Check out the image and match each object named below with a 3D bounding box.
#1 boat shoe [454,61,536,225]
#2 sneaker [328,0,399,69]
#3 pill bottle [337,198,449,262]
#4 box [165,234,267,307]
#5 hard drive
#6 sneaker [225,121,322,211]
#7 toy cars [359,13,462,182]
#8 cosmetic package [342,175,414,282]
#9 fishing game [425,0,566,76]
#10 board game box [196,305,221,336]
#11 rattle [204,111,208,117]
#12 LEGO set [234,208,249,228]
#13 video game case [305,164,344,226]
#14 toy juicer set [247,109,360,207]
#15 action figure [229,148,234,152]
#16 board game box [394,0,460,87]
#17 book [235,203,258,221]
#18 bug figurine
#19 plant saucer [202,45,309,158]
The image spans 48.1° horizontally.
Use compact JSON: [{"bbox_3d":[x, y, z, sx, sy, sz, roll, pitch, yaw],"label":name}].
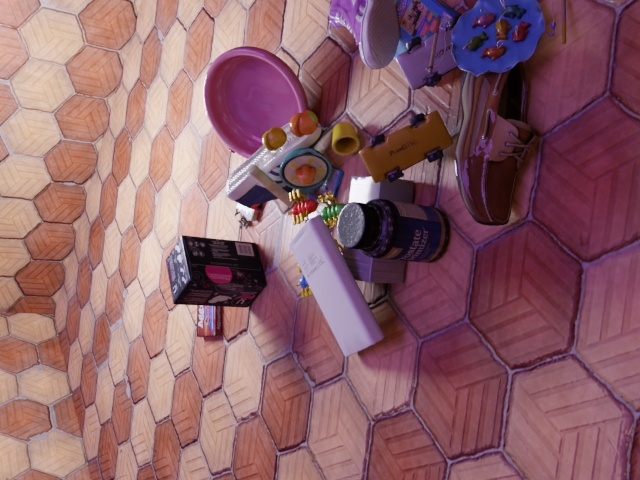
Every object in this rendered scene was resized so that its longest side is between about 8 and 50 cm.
[{"bbox_3d":[0.329,-0.192,1.331,0.120,0.123,0.323,-9,78,50],"label":"boat shoe"},{"bbox_3d":[0.092,-0.492,1.647,0.161,0.102,0.282,-21,57,42],"label":"sneaker"},{"bbox_3d":[0.149,-0.021,1.481,0.123,0.219,0.122,-12,75,55],"label":"pill bottle"},{"bbox_3d":[-0.312,0.094,2.125,0.142,0.247,0.163,-49,47,40],"label":"box"},{"bbox_3d":[0.031,0.111,1.655,0.307,0.040,0.203,62,158,8],"label":"hard drive"},{"bbox_3d":[-0.100,-0.197,1.970,0.350,0.148,0.131,-32,38,33],"label":"sneaker"},{"bbox_3d":[0.222,-0.292,1.498,0.177,0.087,0.393,24,104,11],"label":"toy cars"},{"bbox_3d":[0.127,-0.027,1.621,0.127,0.107,0.237,6,93,59],"label":"cosmetic package"},{"bbox_3d":[0.322,-0.389,1.331,0.264,0.041,0.189,-1,67,33],"label":"fishing game"},{"bbox_3d":[-0.373,0.180,2.404,0.145,0.027,0.281,-16,73,56],"label":"board game box"},{"bbox_3d":[-0.265,-0.435,2.298,0.200,0.130,0.142,-43,58,10],"label":"rattle"},{"bbox_3d":[-0.242,-0.066,2.243,0.054,0.024,0.083,-52,54,52],"label":"LEGO set"},{"bbox_3d":[0.005,-0.120,1.895,0.119,0.015,0.166,35,114,52],"label":"video game case"},{"bbox_3d":[-0.070,-0.192,1.812,0.329,0.209,0.089,-44,39,37],"label":"toy juicer set"},{"bbox_3d":[-0.186,-0.369,2.150,0.280,0.092,0.139,-67,31,26],"label":"action figure"},{"bbox_3d":[0.222,-0.462,1.592,0.160,0.047,0.210,-63,40,30],"label":"board game box"},{"bbox_3d":[-0.204,-0.143,2.199,0.096,0.035,0.144,42,119,46],"label":"book"},{"bbox_3d":[0.000,0.000,1.817,0.216,0.072,0.278,-15,77,47],"label":"bug figurine"},{"bbox_3d":[-0.171,-0.384,2.008,0.332,0.084,0.332,15,126,22],"label":"plant saucer"}]
